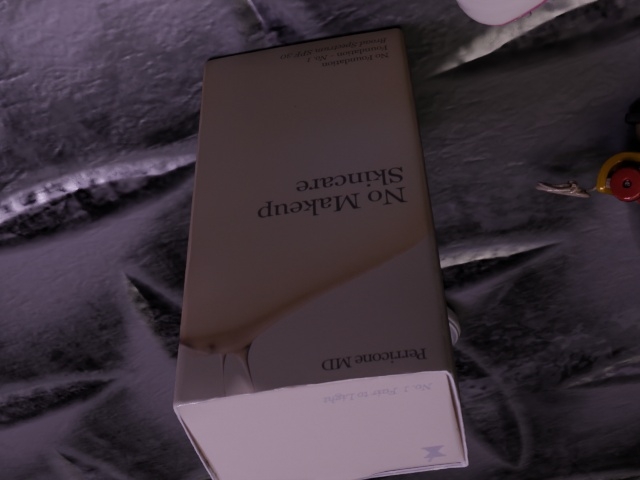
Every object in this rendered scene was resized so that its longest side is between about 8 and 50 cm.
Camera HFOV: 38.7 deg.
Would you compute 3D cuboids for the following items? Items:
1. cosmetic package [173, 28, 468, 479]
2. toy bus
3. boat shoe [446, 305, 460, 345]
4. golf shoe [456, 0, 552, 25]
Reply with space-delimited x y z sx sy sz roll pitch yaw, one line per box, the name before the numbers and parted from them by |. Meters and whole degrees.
cosmetic package | 0.000 0.000 0.621 0.160 0.309 0.113 -9 137 6
toy bus | 0.304 -0.071 0.711 0.202 0.191 0.104 9 93 -14
boat shoe | 0.032 0.094 0.896 0.227 0.081 0.079 11 136 -14
golf shoe | 0.153 -0.255 0.500 0.140 0.115 0.306 28 128 -26
